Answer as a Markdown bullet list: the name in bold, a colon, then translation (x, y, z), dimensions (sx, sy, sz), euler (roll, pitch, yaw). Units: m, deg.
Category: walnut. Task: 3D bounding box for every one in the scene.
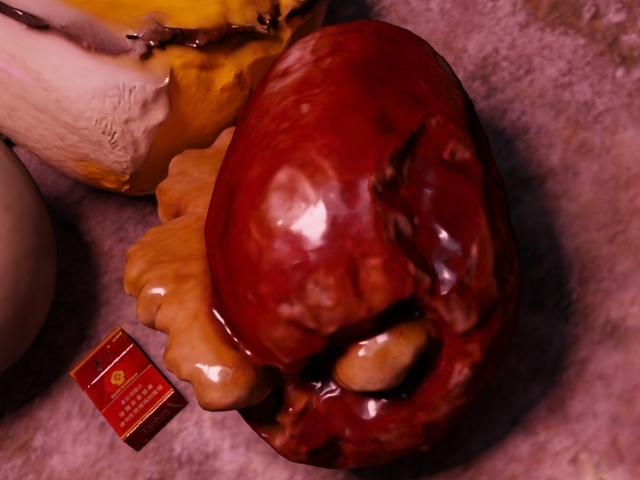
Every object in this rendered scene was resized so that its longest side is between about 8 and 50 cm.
- **walnut**: translation (0.000, 0.000, 0.872), dimensions (0.244, 0.222, 0.269), euler (-14, 41, 8)

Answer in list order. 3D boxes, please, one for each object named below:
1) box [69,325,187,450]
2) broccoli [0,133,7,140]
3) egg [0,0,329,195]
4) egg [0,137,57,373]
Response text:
- **box**: translation (-0.140, 0.106, 0.987), dimensions (0.051, 0.023, 0.082), euler (-43, 53, -5)
- **broccoli**: translation (-0.360, -0.118, 1.184), dimensions (0.198, 0.177, 0.275), euler (29, 107, 2)
- **egg**: translation (-0.163, -0.153, 1.030), dimensions (0.337, 0.201, 0.337), euler (13, 32, -8)
- **egg**: translation (-0.355, 0.000, 1.007), dimensions (0.352, 0.258, 0.258), euler (8, 65, 31)
